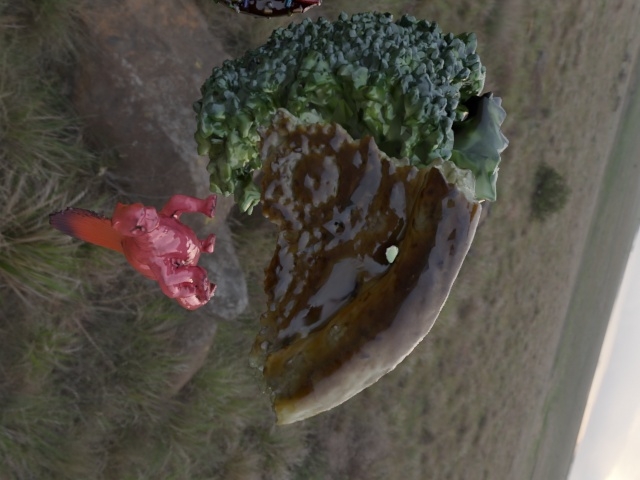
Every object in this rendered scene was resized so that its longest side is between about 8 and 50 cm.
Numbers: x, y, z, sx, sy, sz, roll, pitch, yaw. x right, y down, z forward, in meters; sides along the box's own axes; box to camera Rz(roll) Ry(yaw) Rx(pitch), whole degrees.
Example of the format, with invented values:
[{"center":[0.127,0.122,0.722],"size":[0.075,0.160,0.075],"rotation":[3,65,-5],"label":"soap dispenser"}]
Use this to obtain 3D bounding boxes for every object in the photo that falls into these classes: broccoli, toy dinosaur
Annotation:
[{"center":[0.022,-0.120,0.708],"size":[0.338,0.317,0.277],"rotation":[-39,178,31],"label":"broccoli"},{"center":[-0.166,0.014,0.580],"size":[0.286,0.138,0.070],"rotation":[117,-20,-72],"label":"toy dinosaur"}]

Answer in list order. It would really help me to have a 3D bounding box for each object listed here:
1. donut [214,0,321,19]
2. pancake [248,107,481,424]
[{"center":[-0.068,-0.376,0.773],"size":[0.089,0.235,0.235],"rotation":[-170,-84,-80],"label":"donut"},{"center":[0.000,0.000,0.541],"size":[0.266,0.244,0.057],"rotation":[-38,167,15],"label":"pancake"}]
